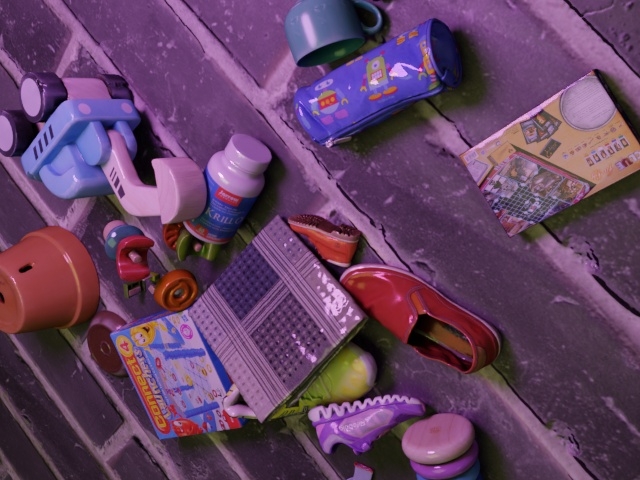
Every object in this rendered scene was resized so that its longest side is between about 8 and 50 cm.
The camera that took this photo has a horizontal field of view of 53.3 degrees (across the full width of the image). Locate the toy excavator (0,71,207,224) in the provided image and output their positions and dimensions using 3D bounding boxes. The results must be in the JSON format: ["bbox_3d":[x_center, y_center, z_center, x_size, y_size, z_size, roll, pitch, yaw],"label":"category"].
[{"bbox_3d":[-0.463,-0.173,1.392,0.433,0.222,0.445,-33,81,37],"label":"toy excavator"}]

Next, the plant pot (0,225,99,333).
[{"bbox_3d":[-0.775,0.124,1.720,0.290,0.203,0.291,11,111,30],"label":"plant pot"}]

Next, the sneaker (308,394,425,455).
[{"bbox_3d":[0.095,0.368,1.263,0.236,0.095,0.105,-13,65,10],"label":"sneaker"}]

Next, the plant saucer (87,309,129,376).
[{"bbox_3d":[-0.578,0.290,1.748,0.198,0.036,0.199,10,111,29],"label":"plant saucer"}]

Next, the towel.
[{"bbox_3d":[-0.094,0.157,1.298,0.312,0.056,0.324,-47,59,11],"label":"towel"}]

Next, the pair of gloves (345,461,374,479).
[{"bbox_3d":[0.122,0.579,1.401,0.198,0.023,0.159,19,114,26],"label":"pair of gloves"}]

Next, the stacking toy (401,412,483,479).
[{"bbox_3d":[0.268,0.509,1.226,0.141,0.141,0.330,-12,102,34],"label":"stacking toy"}]

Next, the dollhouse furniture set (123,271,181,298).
[{"bbox_3d":[-0.413,0.126,1.577,0.151,0.058,0.076,11,111,30],"label":"dollhouse furniture set"}]

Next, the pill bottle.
[{"bbox_3d":[-0.192,-0.108,1.324,0.124,0.124,0.221,44,123,14],"label":"pill bottle"}]

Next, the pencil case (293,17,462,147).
[{"bbox_3d":[0.093,-0.258,1.098,0.306,0.119,0.133,-20,70,35],"label":"pencil case"}]

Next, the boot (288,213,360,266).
[{"bbox_3d":[0.000,0.000,1.279,0.158,0.059,0.085,22,120,24],"label":"boot"}]

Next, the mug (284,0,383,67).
[{"bbox_3d":[0.013,-0.378,1.121,0.129,0.157,0.097,-17,93,59],"label":"mug"}]

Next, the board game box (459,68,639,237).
[{"bbox_3d":[0.366,-0.132,1.013,0.243,0.042,0.165,-32,86,35],"label":"board game box"}]

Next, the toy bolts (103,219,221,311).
[{"bbox_3d":[-0.371,0.030,1.414,0.158,0.228,0.218,39,116,45],"label":"toy bolts"}]

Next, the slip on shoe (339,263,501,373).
[{"bbox_3d":[0.171,0.141,1.187,0.331,0.101,0.123,28,120,24],"label":"slip on shoe"}]

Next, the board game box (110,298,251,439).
[{"bbox_3d":[-0.334,0.319,1.561,0.302,0.086,0.308,-20,97,35],"label":"board game box"}]

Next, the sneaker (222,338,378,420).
[{"bbox_3d":[-0.044,0.317,1.349,0.384,0.147,0.145,-26,89,35],"label":"sneaker"}]
